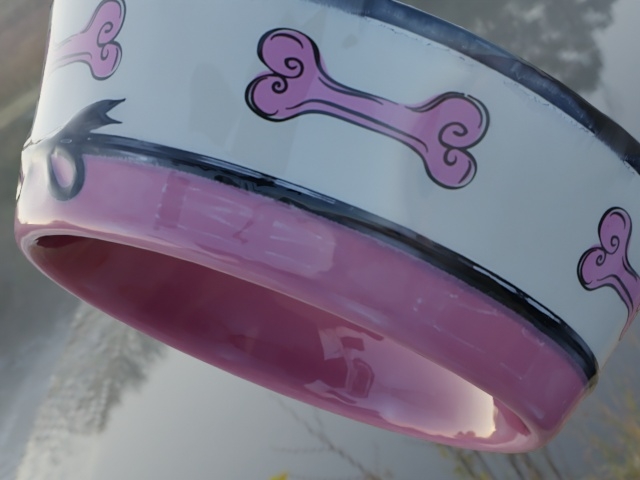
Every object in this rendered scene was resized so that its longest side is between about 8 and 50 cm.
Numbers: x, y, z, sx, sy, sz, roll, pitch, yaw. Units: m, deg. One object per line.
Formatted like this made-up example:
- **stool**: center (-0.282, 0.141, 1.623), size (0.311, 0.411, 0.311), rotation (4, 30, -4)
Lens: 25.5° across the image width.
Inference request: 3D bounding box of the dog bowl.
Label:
- **dog bowl**: center (0.000, 0.000, 0.853), size (0.408, 0.408, 0.150), rotation (-7, 58, 60)
